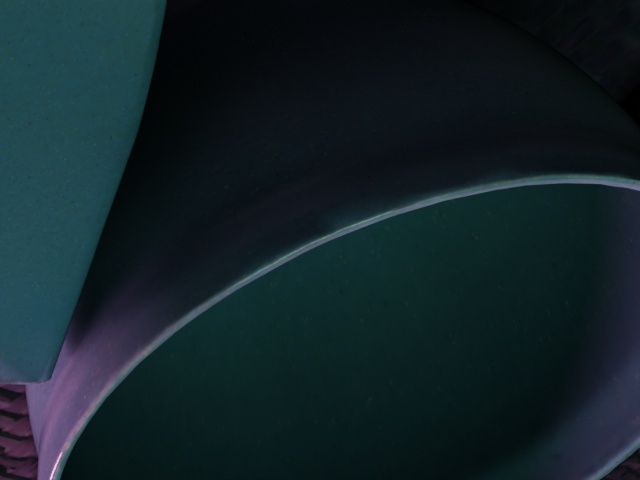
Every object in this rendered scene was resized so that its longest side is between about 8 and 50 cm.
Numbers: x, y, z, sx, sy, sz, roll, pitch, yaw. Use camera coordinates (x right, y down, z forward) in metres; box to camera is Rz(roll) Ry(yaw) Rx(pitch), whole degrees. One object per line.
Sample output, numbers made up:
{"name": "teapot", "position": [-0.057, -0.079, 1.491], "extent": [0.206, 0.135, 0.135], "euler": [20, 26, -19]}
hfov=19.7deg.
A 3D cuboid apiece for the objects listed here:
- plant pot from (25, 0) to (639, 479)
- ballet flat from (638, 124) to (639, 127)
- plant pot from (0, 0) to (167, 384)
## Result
{"name": "plant pot", "position": [0.000, 0.000, 0.785], "extent": [0.293, 0.196, 0.293], "euler": [-17, 146, -12]}
{"name": "ballet flat", "position": [0.164, -0.016, 0.961], "extent": [0.221, 0.077, 0.079], "euler": [-40, 101, 18]}
{"name": "plant pot", "position": [-0.148, -0.092, 0.607], "extent": [0.165, 0.165, 0.234], "euler": [3, 131, -34]}
